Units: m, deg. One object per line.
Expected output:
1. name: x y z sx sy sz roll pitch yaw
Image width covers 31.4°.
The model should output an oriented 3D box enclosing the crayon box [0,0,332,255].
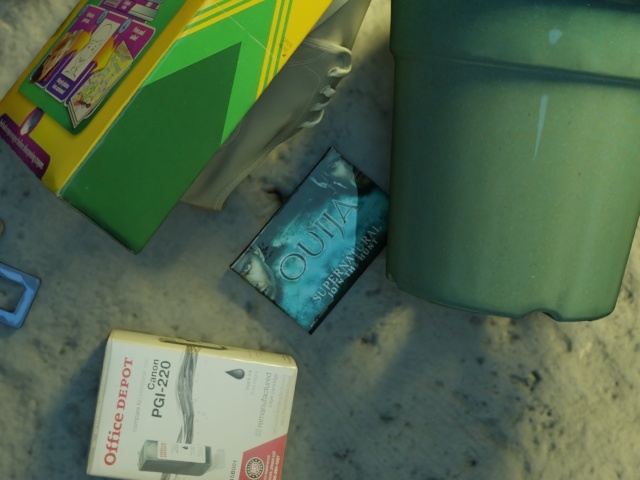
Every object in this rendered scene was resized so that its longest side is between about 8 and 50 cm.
1. crayon box: -0.170 -0.182 1.136 0.106 0.363 0.313 40 87 -29

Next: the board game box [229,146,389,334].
1. board game box: 0.000 0.000 1.337 0.126 0.026 0.186 40 87 -8

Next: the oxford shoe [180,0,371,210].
1. oxford shoe: -0.031 -0.191 1.200 0.130 0.169 0.449 35 122 -19

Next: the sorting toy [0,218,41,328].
1. sorting toy: -0.483 0.003 1.264 0.348 0.047 0.196 39 87 -7

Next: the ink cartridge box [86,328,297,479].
1. ink cartridge box: -0.146 0.196 1.294 0.218 0.092 0.158 9 91 -6

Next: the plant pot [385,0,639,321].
1. plant pot: 0.214 -0.102 1.228 0.341 0.341 0.334 6 100 -8
